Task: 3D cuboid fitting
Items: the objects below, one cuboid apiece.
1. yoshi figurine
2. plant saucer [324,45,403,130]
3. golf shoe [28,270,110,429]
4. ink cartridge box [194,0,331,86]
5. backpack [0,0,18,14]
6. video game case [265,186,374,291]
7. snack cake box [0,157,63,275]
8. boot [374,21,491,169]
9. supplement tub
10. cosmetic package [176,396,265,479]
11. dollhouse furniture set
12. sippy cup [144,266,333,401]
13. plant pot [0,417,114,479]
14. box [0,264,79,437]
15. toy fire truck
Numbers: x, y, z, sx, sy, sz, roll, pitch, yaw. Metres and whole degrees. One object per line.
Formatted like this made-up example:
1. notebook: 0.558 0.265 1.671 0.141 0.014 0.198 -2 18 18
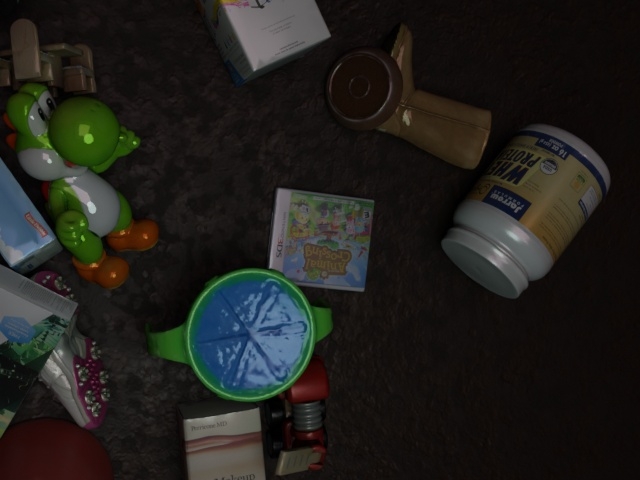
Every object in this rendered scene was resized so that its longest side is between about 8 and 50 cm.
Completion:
1. yoshi figurine: -0.378 -0.096 1.256 0.203 0.203 0.362 -26 130 -10
2. plant saucer: 0.080 -0.304 1.501 0.168 0.029 0.168 1 93 24
3. golf shoe: -0.486 0.207 1.368 0.140 0.115 0.306 -16 102 11
4. ink cartridge box: -0.123 -0.438 1.411 0.168 0.171 0.233 -28 99 -15
5. backpack: -0.574 -0.489 1.276 0.165 0.144 0.188 14 78 -15
6. video game case: 0.000 0.000 1.542 0.212 0.023 0.193 6 90 -18
7. snack cake box: -0.552 -0.077 1.275 0.089 0.152 0.264 -35 91 -16
8. boot: 0.236 -0.298 1.578 0.269 0.089 0.236 16 100 -16
9. supplement tub: 0.421 -0.060 1.566 0.228 0.228 0.316 42 80 -15
10. cosmetic package: -0.185 0.459 1.445 0.153 0.129 0.296 -7 94 -16
11. dollhouse furniture set: -0.531 -0.330 1.271 0.242 0.212 0.161 -5 93 8
12. sippy cup: -0.150 0.159 1.396 0.305 0.224 0.240 30 82 -16
13. plant pot: -0.484 0.470 1.292 0.275 0.243 0.275 -1 93 -18
14. box: -0.579 0.175 1.262 0.232 0.058 0.322 30 118 -14
15. toy fire truck: -0.041 0.339 1.424 0.158 0.246 0.217 -4 93 -18
